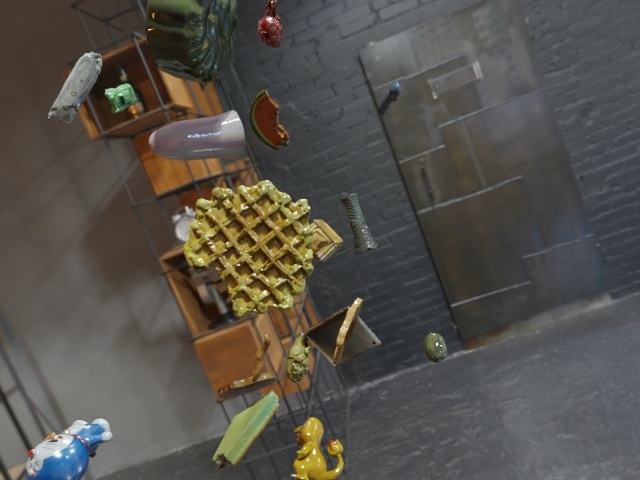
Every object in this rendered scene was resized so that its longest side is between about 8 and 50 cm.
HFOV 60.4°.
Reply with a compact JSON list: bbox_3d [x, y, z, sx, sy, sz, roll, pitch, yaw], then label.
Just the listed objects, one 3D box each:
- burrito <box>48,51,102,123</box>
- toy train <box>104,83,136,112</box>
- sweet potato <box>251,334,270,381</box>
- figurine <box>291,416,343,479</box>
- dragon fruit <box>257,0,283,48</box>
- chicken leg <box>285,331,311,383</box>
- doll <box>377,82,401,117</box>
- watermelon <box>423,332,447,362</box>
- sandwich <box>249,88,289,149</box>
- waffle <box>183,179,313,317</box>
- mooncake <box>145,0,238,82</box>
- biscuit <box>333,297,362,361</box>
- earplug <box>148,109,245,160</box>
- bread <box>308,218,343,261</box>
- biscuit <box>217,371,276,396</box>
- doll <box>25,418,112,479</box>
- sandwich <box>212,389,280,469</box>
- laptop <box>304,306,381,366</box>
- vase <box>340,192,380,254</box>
[{"bbox_3d":[-0.613,-0.384,1.384,0.203,0.064,0.064,-62,13,-4],"label":"burrito"},{"bbox_3d":[-0.779,-0.554,2.147,0.081,0.099,0.149,7,36,31],"label":"toy train"},{"bbox_3d":[-0.201,0.395,1.850,0.044,0.179,0.044,17,11,-3],"label":"sweet potato"},{"bbox_3d":[-0.005,0.496,1.296,0.122,0.121,0.176,-17,37,9],"label":"figurine"},{"bbox_3d":[-0.184,-0.790,1.977,0.094,0.191,0.094,-3,26,1],"label":"dragon fruit"},{"bbox_3d":[-0.076,0.410,1.991,0.088,0.103,0.228,9,41,5],"label":"chicken leg"},{"bbox_3d":[0.176,-0.361,1.423,0.027,0.037,0.125,5,-25,-18],"label":"doll"},{"bbox_3d":[0.394,0.367,1.889,0.078,0.078,0.111,-19,48,19],"label":"watermelon"},{"bbox_3d":[-0.105,-0.241,1.093,0.067,0.135,0.029,2,46,15],"label":"sandwich"},{"bbox_3d":[-0.142,0.015,1.104,0.290,0.291,0.051,-22,-1,-5],"label":"waffle"},{"bbox_3d":[-0.394,-0.671,1.735,0.187,0.352,0.351,14,15,8],"label":"mooncake"},{"bbox_3d":[0.092,0.285,1.825,0.040,0.144,0.236,21,42,6],"label":"biscuit"},{"bbox_3d":[-0.425,-0.337,1.851,0.301,0.173,0.172,-13,3,-27],"label":"earplug"},{"bbox_3d":[0.000,0.000,1.972,0.107,0.136,0.241,-42,-2,7],"label":"bread"},{"bbox_3d":[-0.316,0.630,2.375,0.257,0.049,0.273,-10,-21,-24],"label":"biscuit"},{"bbox_3d":[-0.723,0.605,1.583,0.215,0.161,0.257,-19,12,11],"label":"doll"},{"bbox_3d":[-0.236,0.618,1.756,0.245,0.063,0.212,-44,11,36],"label":"sandwich"},{"bbox_3d":[0.077,0.361,2.028,0.269,0.188,0.015,-37,8,40],"label":"laptop"},{"bbox_3d":[0.154,-0.070,2.235,0.115,0.238,0.115,-18,-4,-1],"label":"vase"}]
